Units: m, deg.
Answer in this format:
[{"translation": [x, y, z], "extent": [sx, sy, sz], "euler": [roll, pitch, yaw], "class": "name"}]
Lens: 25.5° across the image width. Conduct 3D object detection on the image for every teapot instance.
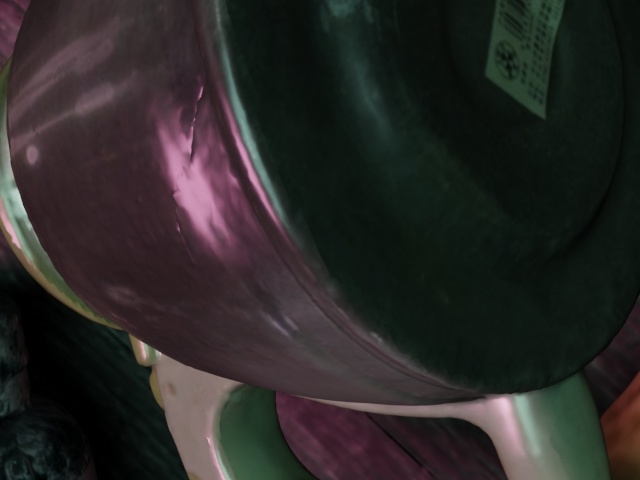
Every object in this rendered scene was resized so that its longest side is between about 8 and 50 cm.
[{"translation": [0.007, -0.019, 0.574], "extent": [0.239, 0.239, 0.321], "euler": [-14, 124, 45], "class": "teapot"}]

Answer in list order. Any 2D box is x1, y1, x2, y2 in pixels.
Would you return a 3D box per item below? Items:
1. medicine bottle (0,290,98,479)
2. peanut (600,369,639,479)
[{"translation": [-0.171, 0.176, 0.705], "extent": [0.141, 0.141, 0.293], "euler": [-5, 104, 19], "class": "medicine bottle"}, {"translation": [0.170, 0.092, 0.576], "extent": [0.122, 0.137, 0.253], "euler": [36, 115, 8], "class": "peanut"}]
